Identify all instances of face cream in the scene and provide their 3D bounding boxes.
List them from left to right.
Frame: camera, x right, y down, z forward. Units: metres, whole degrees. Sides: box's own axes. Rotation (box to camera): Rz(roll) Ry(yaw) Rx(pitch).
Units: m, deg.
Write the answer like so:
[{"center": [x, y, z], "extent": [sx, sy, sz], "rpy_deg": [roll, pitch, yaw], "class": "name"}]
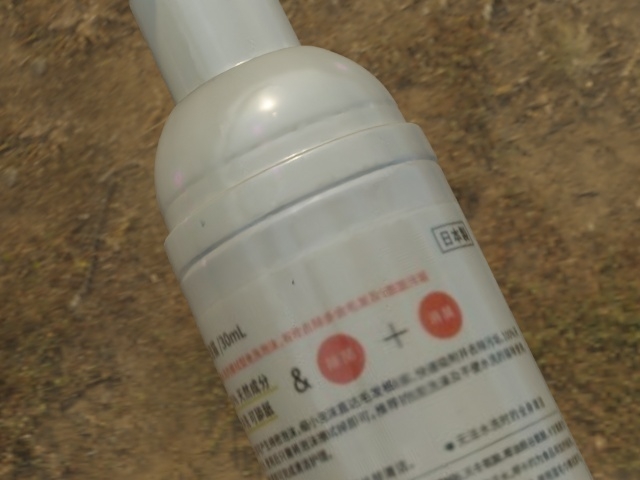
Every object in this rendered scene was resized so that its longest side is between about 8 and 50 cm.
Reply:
[{"center": [0.000, 0.000, 0.734], "extent": [0.145, 0.145, 0.369], "rpy_deg": [-19, 80, -29], "class": "face cream"}]
